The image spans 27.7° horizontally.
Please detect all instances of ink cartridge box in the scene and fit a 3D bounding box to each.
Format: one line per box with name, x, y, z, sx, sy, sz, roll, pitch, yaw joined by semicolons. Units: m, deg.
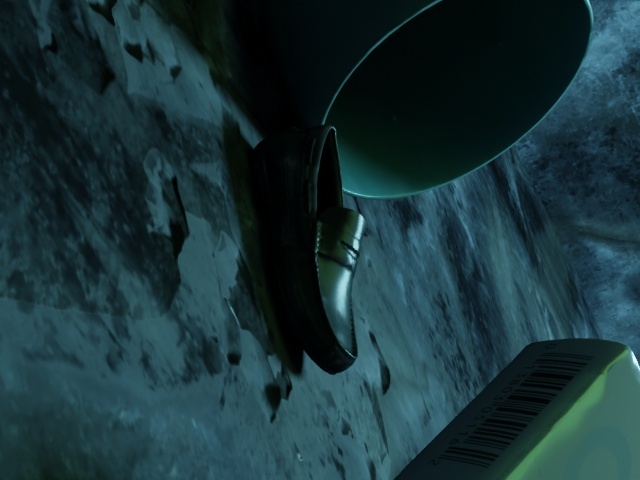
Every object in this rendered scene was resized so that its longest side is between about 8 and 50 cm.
ink cartridge box;0.144;0.301;0.783;0.308;0.091;0.385;-40;110;-31

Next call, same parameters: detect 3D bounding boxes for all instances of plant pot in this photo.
plant pot;0.077;-0.222;1.260;0.235;0.293;0.293;60;10;30

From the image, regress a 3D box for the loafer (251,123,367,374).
loafer;0.000;0.000;1.052;0.076;0.078;0.223;43;29;-55
